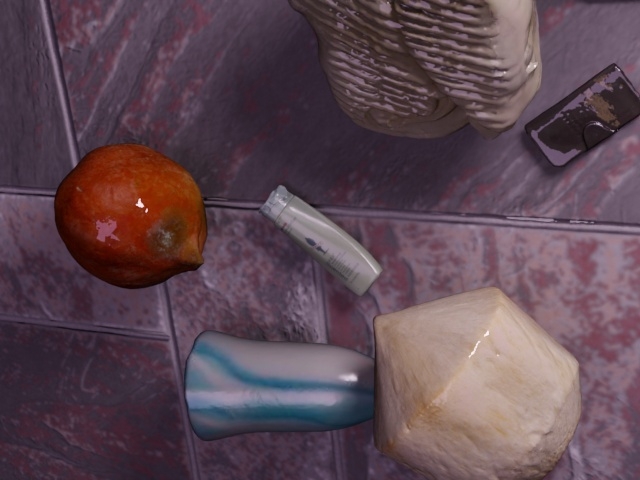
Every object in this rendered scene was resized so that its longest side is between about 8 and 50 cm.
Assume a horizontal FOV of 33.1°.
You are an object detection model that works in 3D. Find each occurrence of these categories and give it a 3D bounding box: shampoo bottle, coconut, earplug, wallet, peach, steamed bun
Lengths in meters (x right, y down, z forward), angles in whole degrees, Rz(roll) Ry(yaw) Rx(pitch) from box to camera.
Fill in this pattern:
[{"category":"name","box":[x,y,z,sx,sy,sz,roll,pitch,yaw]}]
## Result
[{"category":"shampoo bottle","box":[0.000,0.000,1.677,0.212,0.049,0.072,37,128,4]},{"category":"coconut","box":[0.206,0.208,1.555,0.329,0.329,0.329,10,118,20]},{"category":"earplug","box":[-0.038,0.236,1.744,0.324,0.185,0.185,-2,113,20]},{"category":"wallet","box":[0.357,-0.166,1.455,0.157,0.018,0.082,-34,97,32]},{"category":"peach","box":[-0.284,-0.026,1.690,0.257,0.232,0.232,42,125,22]},{"category":"steamed bun","box":[0.147,-0.298,1.376,0.310,0.219,0.324,3,142,39]}]
